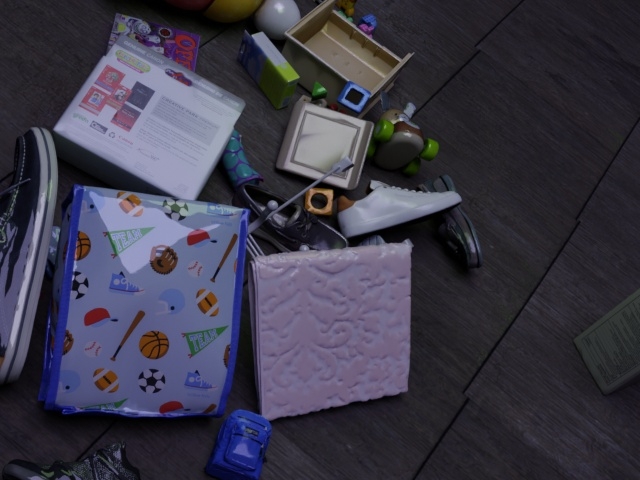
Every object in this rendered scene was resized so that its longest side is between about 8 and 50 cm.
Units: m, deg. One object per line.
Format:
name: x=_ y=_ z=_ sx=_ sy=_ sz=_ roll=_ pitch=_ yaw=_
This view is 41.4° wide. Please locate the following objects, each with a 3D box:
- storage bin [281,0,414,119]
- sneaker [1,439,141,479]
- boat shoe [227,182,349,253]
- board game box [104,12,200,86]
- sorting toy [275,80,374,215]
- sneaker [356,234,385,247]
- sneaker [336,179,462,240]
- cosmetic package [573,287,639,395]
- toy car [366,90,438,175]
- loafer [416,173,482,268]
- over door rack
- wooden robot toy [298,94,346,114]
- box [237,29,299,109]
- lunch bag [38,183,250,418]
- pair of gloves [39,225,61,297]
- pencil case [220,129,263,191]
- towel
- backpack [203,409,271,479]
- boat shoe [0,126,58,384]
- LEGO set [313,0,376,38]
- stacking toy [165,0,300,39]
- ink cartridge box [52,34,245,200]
storage bin: x=0.064 y=-0.465 z=2.152 sx=0.262 sy=0.123 sz=0.260 roll=37 pitch=52 yaw=5
sneaker: x=-0.403 y=0.385 z=1.407 sx=0.228 sy=0.087 sz=0.130 roll=21 pitch=50 yaw=-12
boat shoe: x=-0.062 y=-0.035 z=1.826 sx=0.285 sy=0.092 sz=0.102 roll=27 pitch=52 yaw=-3
board game box: x=-0.399 y=-0.366 z=1.943 sx=0.208 sy=0.056 sz=0.346 roll=15 pitch=53 yaw=-18
sorting toy: x=0.010 y=-0.216 z=1.976 sx=0.196 sy=0.047 sz=0.347 roll=16 pitch=73 yaw=0
sneaker: x=0.116 y=0.099 z=1.824 sx=0.091 sy=0.094 sz=0.258 roll=50 pitch=30 yaw=-34
sneaker: x=0.175 y=-0.092 z=1.905 sx=0.290 sy=0.106 sz=0.123 roll=-14 pitch=80 yaw=-14
cosmetic package: x=0.715 y=0.204 z=1.859 sx=0.129 sy=0.296 sz=0.153 roll=-11 pitch=64 yaw=-30
toy car: x=0.190 y=-0.278 z=2.053 sx=0.155 sy=0.149 sz=0.188 roll=19 pitch=57 yaw=-22
loafer: x=0.301 y=-0.038 z=1.996 sx=0.084 sy=0.096 sz=0.267 roll=-12 pitch=54 yaw=-7
over door rack: x=0.000 y=0.000 z=1.726 sx=0.324 sy=0.108 sz=0.239 roll=-34 pitch=87 yaw=-8
wooden robot toy: x=0.011 y=-0.284 z=2.045 sx=0.173 sy=0.076 sz=0.079 roll=35 pitch=62 yaw=3
box: x=-0.128 y=-0.417 z=2.048 sx=0.042 sy=0.109 sz=0.178 roll=-27 pitch=71 yaw=-30
lunch bag: x=-0.318 y=0.123 z=1.518 sx=0.328 sy=0.239 sz=0.385 roll=6 pitch=79 yaw=-21
pair of gloves: x=-0.557 y=0.037 z=1.617 sx=0.159 sy=0.023 sz=0.198 roll=47 pitch=57 yaw=10
pencil case: x=-0.188 y=-0.180 z=1.891 sx=0.070 sy=0.064 sz=0.151 roll=-22 pitch=67 yaw=-11
towel: x=0.024 y=0.169 z=1.638 sx=0.332 sy=0.053 sz=0.316 roll=-6 pitch=102 yaw=-24
backpack: x=-0.136 y=0.367 z=1.521 sx=0.098 sy=0.101 sz=0.120 roll=28 pitch=48 yaw=-12
boat shoe: x=-0.569 y=0.005 z=1.510 sx=0.156 sy=0.187 sz=0.499 roll=13 pitch=63 yaw=-20
LEGO set: x=0.088 y=-0.629 z=2.292 sx=0.227 sy=0.093 sz=0.087 roll=46 pitch=53 yaw=12
stacking toy: x=-0.255 y=-0.652 z=2.092 sx=0.480 sy=0.351 sz=0.350 roll=35 pitch=49 yaw=-22
ink cartridge box: x=-0.352 y=-0.234 z=1.769 sx=0.310 sy=0.130 sz=0.271 roll=29 pitch=66 yaw=-7
